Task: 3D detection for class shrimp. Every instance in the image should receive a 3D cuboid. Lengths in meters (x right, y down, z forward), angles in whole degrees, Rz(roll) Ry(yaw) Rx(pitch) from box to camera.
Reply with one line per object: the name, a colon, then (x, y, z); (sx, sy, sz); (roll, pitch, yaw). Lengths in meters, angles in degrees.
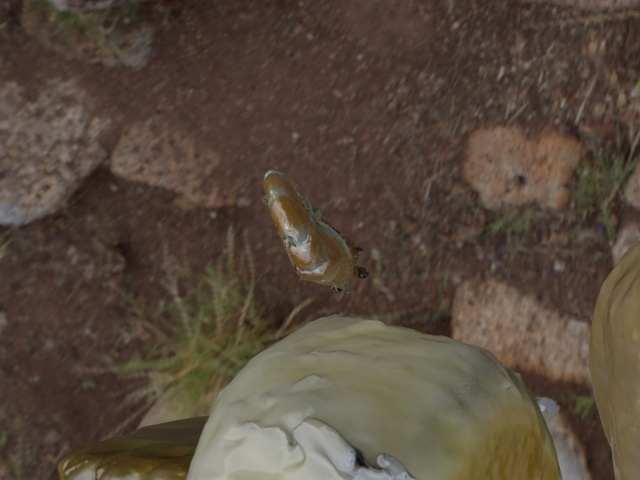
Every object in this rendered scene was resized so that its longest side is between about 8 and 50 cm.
shrimp: (0.000, 0.000, 1.023); (0.043, 0.184, 0.091); (-27, 64, 7)

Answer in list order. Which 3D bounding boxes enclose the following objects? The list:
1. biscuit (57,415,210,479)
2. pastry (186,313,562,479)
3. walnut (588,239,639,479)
biscuit: (-0.047, 0.195, 1.173); (0.335, 0.329, 0.078); (-2, 87, 56)
pastry: (0.022, 0.103, 0.438); (0.088, 0.166, 0.166); (1, 116, 35)
walnut: (0.390, 0.126, 1.117); (0.381, 0.381, 0.381); (7, 116, 13)
